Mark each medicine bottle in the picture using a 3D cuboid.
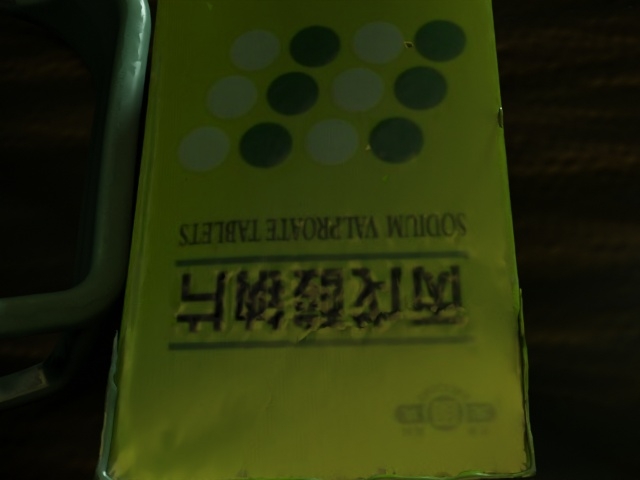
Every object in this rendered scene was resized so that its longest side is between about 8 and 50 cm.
[{"bbox_3d":[0.000,0.000,0.409,0.137,0.141,0.250,-1,62,2],"label":"medicine bottle"}]

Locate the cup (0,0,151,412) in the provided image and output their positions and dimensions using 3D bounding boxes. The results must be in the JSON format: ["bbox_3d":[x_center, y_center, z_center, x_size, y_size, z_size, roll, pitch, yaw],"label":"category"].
[{"bbox_3d":[-0.262,-0.043,0.373,0.401,0.310,0.392,-23,67,-4],"label":"cup"}]
